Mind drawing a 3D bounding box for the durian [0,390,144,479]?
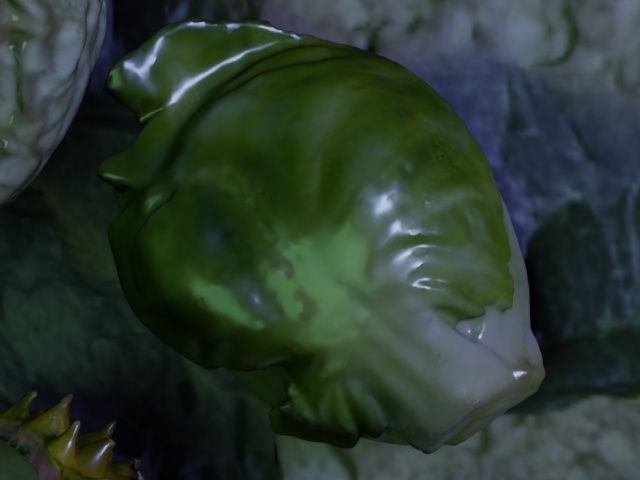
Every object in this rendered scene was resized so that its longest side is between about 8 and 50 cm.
[{"bbox_3d":[-0.144,0.167,0.771,0.260,0.154,0.186,-26,72,35],"label":"durian"}]

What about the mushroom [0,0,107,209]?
[{"bbox_3d":[-0.199,-0.074,0.690,0.267,0.189,0.164,-38,118,6],"label":"mushroom"}]

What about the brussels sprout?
[{"bbox_3d":[0.000,0.001,0.657,0.181,0.100,0.139,45,103,20],"label":"brussels sprout"}]
